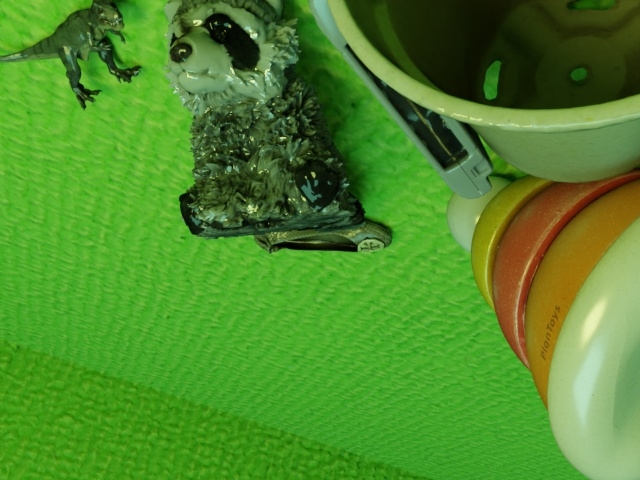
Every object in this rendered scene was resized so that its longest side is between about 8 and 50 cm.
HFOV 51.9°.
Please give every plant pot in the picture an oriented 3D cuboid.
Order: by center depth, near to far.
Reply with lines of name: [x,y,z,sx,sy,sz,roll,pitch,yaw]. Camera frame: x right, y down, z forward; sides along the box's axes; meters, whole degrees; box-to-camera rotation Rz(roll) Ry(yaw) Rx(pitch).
plant pot: [0.208,-0.193,0.536,0.333,0.334,0.305,-2,166,23]

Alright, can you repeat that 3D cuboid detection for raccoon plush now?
raccoon plush: [-0.074,-0.160,0.891,0.215,0.300,0.446,-9,176,7]

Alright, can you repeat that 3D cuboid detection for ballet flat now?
ballet flat: [0.000,0.000,1.147,0.249,0.058,0.084,4,147,14]

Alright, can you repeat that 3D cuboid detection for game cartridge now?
game cartridge: [0.079,-0.194,0.693,0.062,0.198,0.297,-35,127,17]

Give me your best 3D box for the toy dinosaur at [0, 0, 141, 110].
toy dinosaur: [-0.324,-0.249,0.893,0.268,0.064,0.118,-9,134,35]

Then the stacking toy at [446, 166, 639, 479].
stacking toy: [0.301,0.017,0.790,0.350,0.480,0.351,-8,116,-18]
